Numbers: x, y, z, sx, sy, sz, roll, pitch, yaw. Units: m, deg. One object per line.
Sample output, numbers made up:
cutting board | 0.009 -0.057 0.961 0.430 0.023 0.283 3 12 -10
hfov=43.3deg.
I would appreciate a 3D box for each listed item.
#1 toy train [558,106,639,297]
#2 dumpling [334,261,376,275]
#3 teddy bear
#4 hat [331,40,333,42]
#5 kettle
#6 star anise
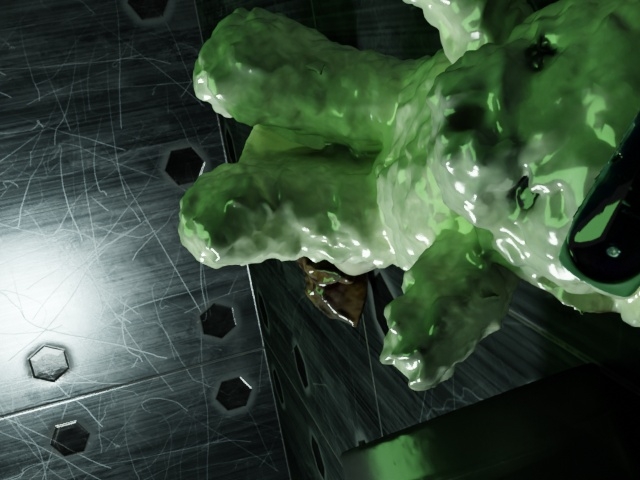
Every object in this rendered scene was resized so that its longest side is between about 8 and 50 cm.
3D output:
toy train | 0.169 -0.070 0.343 0.207 0.043 0.047 -63 -14 17
dumpling | 0.055 -0.026 1.067 0.199 0.118 0.136 -21 85 62
teddy bear | 0.072 -0.066 0.513 0.362 0.376 0.327 -51 -31 -88
hat | -0.016 -0.204 1.187 0.236 0.107 0.286 58 170 7
kettle | 0.179 0.296 0.667 0.321 0.228 0.324 55 -165 -73
star anise | -0.007 -0.006 1.307 0.315 0.108 0.315 59 170 17
